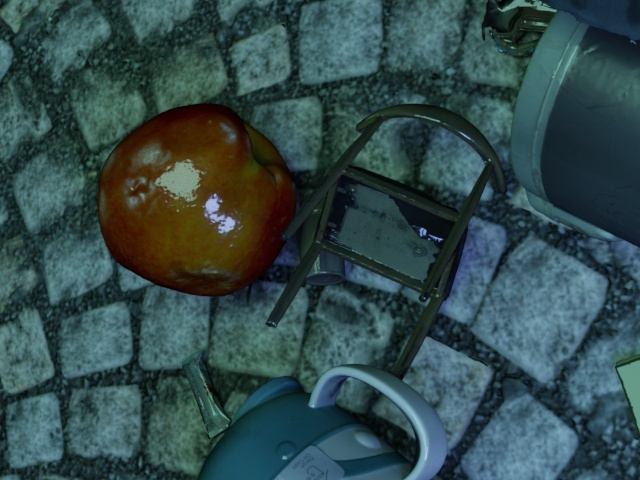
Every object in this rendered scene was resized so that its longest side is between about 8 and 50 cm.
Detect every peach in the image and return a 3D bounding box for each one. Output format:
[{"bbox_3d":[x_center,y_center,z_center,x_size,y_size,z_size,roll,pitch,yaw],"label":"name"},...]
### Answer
[{"bbox_3d":[-0.148,-0.042,1.517,0.243,0.199,0.243,1,94,20],"label":"peach"}]

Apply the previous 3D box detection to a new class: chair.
[{"bbox_3d":[0.077,-0.008,1.401,0.188,0.166,0.272,24,50,10],"label":"chair"}]

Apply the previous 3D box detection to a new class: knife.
[{"bbox_3d":[0.355,-0.236,1.396,0.365,0.043,0.089,9,116,26],"label":"knife"}]

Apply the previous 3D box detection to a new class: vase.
[{"bbox_3d":[0.000,0.000,1.516,0.053,0.053,0.100,-14,68,24],"label":"vase"}]

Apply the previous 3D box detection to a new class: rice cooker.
[{"bbox_3d":[0.342,-0.124,1.245,0.277,0.288,0.288,28,92,31],"label":"rice cooker"}]

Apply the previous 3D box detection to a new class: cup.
[{"bbox_3d":[0.017,0.272,1.343,0.257,0.219,0.289,38,110,29],"label":"cup"}]

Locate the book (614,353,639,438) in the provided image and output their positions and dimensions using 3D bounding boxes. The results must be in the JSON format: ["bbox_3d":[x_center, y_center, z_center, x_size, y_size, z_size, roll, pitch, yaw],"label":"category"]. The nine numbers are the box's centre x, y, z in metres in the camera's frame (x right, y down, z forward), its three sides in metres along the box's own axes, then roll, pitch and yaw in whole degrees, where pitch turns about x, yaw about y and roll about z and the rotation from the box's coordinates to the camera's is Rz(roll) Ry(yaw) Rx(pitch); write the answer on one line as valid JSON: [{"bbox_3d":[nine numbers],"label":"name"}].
[{"bbox_3d":[0.429,0.223,1.260,0.201,0.026,0.289,-23,69,18],"label":"book"}]

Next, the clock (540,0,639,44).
[{"bbox_3d":[0.349,-0.296,1.172,0.386,0.386,0.076,30,136,29],"label":"clock"}]

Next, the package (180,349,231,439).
[{"bbox_3d":[-0.142,0.188,1.566,0.037,0.015,0.110,-32,68,17],"label":"package"}]
